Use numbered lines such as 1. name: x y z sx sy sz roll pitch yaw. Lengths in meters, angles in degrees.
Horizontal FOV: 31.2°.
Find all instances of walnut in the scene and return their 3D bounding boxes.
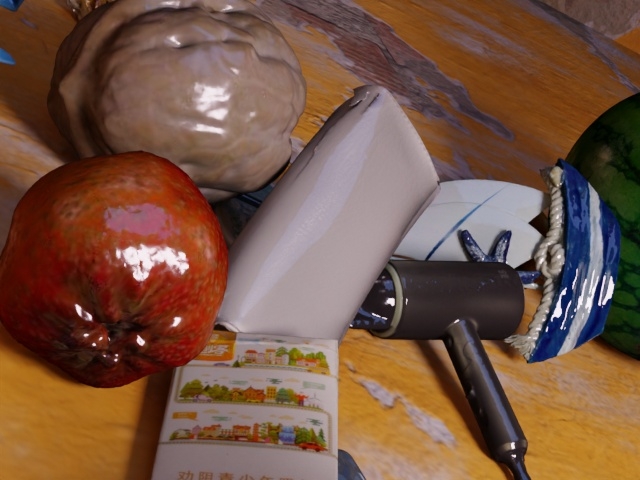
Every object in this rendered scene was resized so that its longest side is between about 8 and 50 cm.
1. walnut: -0.127 -0.128 1.011 0.224 0.224 0.224 28 25 -14

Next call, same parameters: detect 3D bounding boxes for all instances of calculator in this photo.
1. calculator: -0.062 -0.021 1.103 0.095 0.021 0.153 25 26 -21

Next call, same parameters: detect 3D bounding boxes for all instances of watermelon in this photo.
1. watermelon: 0.433 -0.018 1.340 0.363 0.363 0.363 28 25 -14

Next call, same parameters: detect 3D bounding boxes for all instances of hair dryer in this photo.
1. hair dryer: 0.122 0.121 1.030 0.196 0.078 0.248 2 48 -31

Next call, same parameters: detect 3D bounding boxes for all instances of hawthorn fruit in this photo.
1. hawthorn fruit: -0.142 0.007 0.791 0.157 0.157 0.194 24 22 -22

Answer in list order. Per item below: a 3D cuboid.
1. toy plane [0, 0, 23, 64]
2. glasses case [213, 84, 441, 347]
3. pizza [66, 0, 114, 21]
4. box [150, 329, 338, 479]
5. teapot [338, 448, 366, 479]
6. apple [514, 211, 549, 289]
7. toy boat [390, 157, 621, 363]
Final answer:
1. toy plane: -0.389 -0.243 1.000 0.271 0.105 0.254 42 24 18
2. glasses case: 0.002 0.002 0.996 0.128 0.083 0.308 46 52 -15
3. pizza: -0.163 -0.225 1.312 0.271 0.056 0.134 27 17 -15
4. box: -0.049 0.133 0.773 0.122 0.032 0.220 4 30 -2
5. teapot: 0.015 0.190 0.795 0.049 0.063 0.083 -21 52 -18
6. apple: 0.206 0.001 1.293 0.099 0.114 0.102 -4 26 -4
7. toy boat: 0.176 0.030 1.191 0.292 0.070 0.210 -11 74 -7
